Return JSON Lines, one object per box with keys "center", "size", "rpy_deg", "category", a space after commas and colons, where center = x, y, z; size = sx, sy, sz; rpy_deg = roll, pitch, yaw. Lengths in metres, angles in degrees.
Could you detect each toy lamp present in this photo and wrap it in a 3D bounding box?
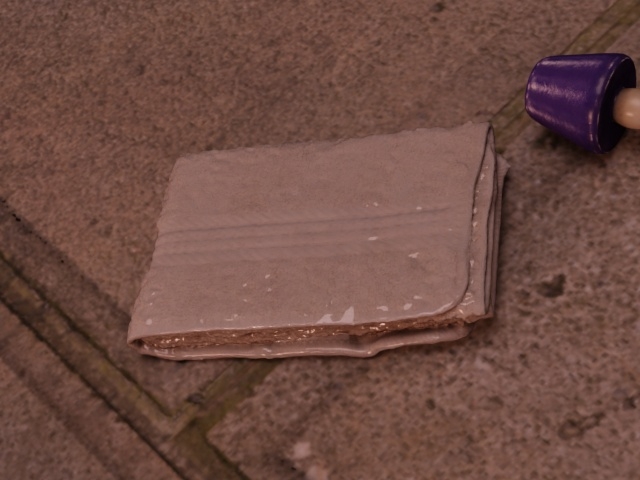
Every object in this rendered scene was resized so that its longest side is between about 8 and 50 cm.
{"center": [0.279, -0.080, 1.012], "size": [0.274, 0.080, 0.080], "rpy_deg": [20, 63, 30], "category": "toy lamp"}

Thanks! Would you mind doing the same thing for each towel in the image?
{"center": [0.000, 0.000, 1.073], "size": [0.282, 0.049, 0.187], "rpy_deg": [-3, 52, 19], "category": "towel"}
